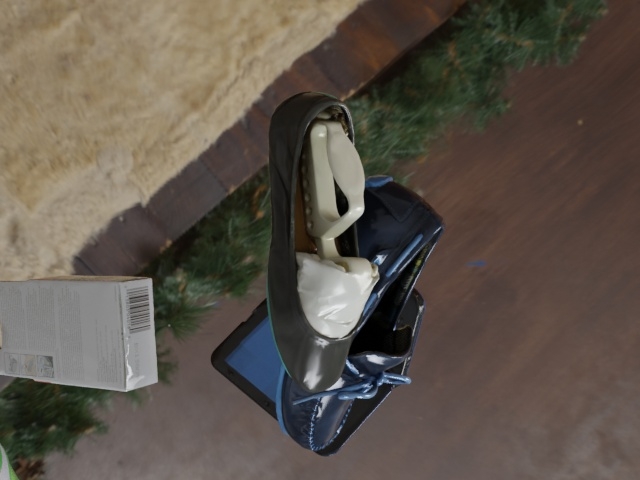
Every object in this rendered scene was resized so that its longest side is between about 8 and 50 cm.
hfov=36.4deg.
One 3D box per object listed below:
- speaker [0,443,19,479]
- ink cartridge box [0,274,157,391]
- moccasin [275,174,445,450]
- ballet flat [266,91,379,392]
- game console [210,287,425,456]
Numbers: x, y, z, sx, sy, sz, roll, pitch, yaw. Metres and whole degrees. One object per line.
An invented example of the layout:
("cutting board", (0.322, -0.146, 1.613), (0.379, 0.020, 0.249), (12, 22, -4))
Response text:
("speaker", (-0.395, 0.335, 1.141), (0.131, 0.296, 0.131), (-3, 47, 3))
("ink cartridge box", (-0.149, 0.052, 0.578), (0.115, 0.029, 0.063), (0, 94, 34))
("moccasin", (0.039, 0.102, 1.035), (0.117, 0.137, 0.342), (28, 125, 22))
("ballet flat", (0.000, 0.000, 0.884), (0.095, 0.096, 0.280), (-5, 88, -36))
("game console", (-0.014, 0.142, 1.538), (0.293, 0.250, 0.173), (33, 38, 31))
